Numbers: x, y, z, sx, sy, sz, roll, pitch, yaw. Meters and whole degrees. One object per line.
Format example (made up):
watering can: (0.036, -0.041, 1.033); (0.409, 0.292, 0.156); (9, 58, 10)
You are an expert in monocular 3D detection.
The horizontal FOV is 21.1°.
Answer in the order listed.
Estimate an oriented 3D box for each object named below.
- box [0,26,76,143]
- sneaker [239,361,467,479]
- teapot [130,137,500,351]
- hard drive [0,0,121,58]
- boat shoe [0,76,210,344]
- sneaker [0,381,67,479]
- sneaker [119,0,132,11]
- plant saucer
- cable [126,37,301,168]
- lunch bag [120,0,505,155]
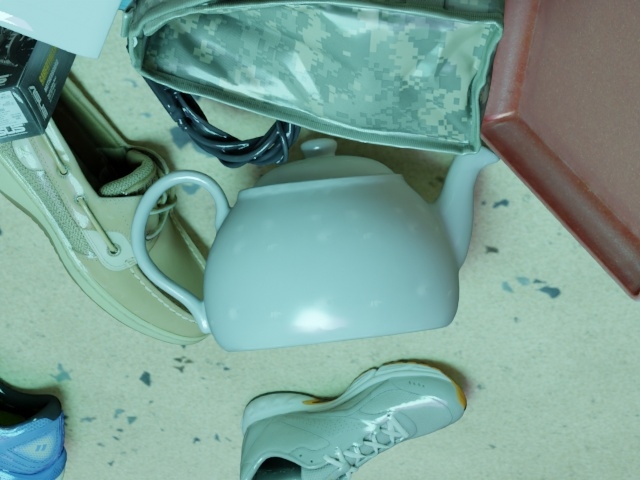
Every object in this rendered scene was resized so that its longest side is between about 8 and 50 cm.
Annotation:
box: (-0.330, -0.147, 1.504); (0.231, 0.183, 0.056); (-9, 130, 19)
sneaker: (0.032, 0.214, 1.804); (0.262, 0.121, 0.099); (-17, 127, 24)
teapot: (0.000, 0.000, 1.575); (0.252, 0.256, 0.187); (-9, 88, 44)
hard drive: (-0.217, -0.302, 1.301); (0.210, 0.040, 0.319); (20, 129, -12)
boat shoe: (-0.195, -0.032, 1.624); (0.110, 0.121, 0.341); (-27, 121, 31)
sneaker: (-0.432, 0.175, 1.873); (0.330, 0.130, 0.147); (12, 118, -5)
sneaker: (-0.197, -0.285, 1.410); (0.262, 0.104, 0.125); (29, 128, -15)
plant saucer: (0.229, -0.124, 1.415); (0.048, 0.259, 0.258); (-18, 138, -24)
cable: (-0.076, -0.151, 1.520); (0.150, 0.047, 0.184); (-35, 92, 18)
lunch bag: (0.001, -0.215, 1.346); (0.287, 0.235, 0.169); (8, 138, 3)
